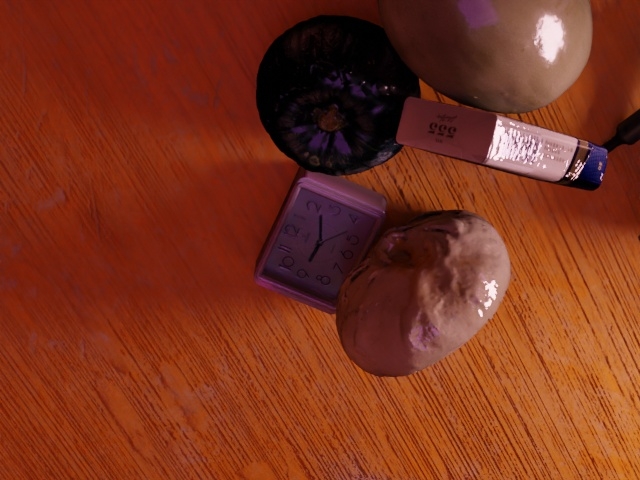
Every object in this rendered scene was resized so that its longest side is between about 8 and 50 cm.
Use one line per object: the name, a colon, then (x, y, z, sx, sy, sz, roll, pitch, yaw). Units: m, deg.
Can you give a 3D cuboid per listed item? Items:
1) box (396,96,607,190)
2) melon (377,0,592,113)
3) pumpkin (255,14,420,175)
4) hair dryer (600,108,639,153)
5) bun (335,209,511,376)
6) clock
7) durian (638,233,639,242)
box: (0.248, -0.129, 1.502, 0.259, 0.168, 0.071, 10, 96, -43)
melon: (0.213, -0.302, 1.439, 0.272, 0.272, 0.308, -43, 138, 20)
pumpkin: (0.023, -0.202, 1.544, 0.233, 0.163, 0.233, 6, 125, 8)
hair dryer: (0.498, -0.171, 1.553, 0.078, 0.196, 0.248, 0, 150, -40)
bun: (0.133, 0.061, 1.599, 0.287, 0.287, 0.146, -35, 114, 17)
clock: (0.000, 0.000, 1.695, 0.150, 0.063, 0.197, 23, 114, -7)
durian: (0.558, -0.047, 1.605, 0.159, 0.146, 0.198, 20, 124, -21)
